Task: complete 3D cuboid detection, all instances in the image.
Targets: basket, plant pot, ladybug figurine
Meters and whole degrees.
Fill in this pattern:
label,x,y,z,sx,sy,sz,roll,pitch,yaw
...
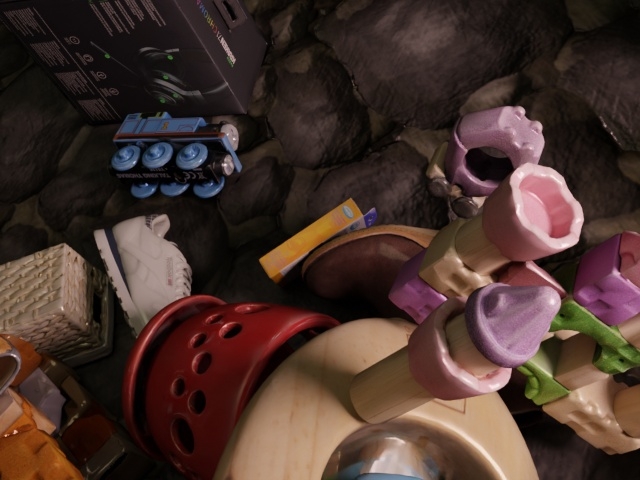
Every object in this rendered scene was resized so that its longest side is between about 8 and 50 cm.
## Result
label,x,y,z,sx,sy,sz,roll,pitch,yaw
basket,-0.342,0.090,1.052,0.167,0.103,0.113,-20,51,11
plant pot,-0.081,0.149,0.847,0.174,0.191,0.191,8,61,35
ladybug figurine,0.034,0.268,0.675,0.162,0.305,0.450,-43,28,49

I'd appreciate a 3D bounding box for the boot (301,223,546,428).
label,x,y,z,sx,sy,sz,roll,pitch,yaw
boot,0.093,0.087,0.872,0.248,0.090,0.207,-6,53,16

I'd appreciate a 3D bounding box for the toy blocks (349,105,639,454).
label,x,y,z,sx,sy,sz,roll,pitch,yaw
toy blocks,0.226,0.036,0.658,0.260,0.288,0.309,-41,18,47

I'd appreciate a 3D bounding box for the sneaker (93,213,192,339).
label,x,y,z,sx,sy,sz,roll,pitch,yaw
sneaker,-0.187,0.059,1.024,0.094,0.090,0.235,-19,55,-15

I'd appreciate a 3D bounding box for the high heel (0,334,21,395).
label,x,y,z,sx,sy,sz,roll,pitch,yaw
high heel,-0.317,0.166,0.605,0.186,0.093,0.261,-13,40,20

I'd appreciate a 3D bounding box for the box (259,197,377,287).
label,x,y,z,sx,sy,sz,roll,pitch,yaw
box,0.000,0.000,0.978,0.136,0.081,0.028,-35,78,-2

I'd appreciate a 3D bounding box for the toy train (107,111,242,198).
label,x,y,z,sx,sy,sz,roll,pitch,yaw
toy train,-0.186,-0.113,1.143,0.184,0.080,0.105,1,52,24

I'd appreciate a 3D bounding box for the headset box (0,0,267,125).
label,x,y,z,sx,sy,sz,roll,pitch,yaw
headset box,-0.236,-0.283,1.170,0.283,0.246,0.131,-1,58,24

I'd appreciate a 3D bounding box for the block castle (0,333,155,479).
label,x,y,z,sx,sy,sz,roll,pitch,yaw
block castle,-0.285,0.244,0.796,0.213,0.303,0.453,-46,51,-9
